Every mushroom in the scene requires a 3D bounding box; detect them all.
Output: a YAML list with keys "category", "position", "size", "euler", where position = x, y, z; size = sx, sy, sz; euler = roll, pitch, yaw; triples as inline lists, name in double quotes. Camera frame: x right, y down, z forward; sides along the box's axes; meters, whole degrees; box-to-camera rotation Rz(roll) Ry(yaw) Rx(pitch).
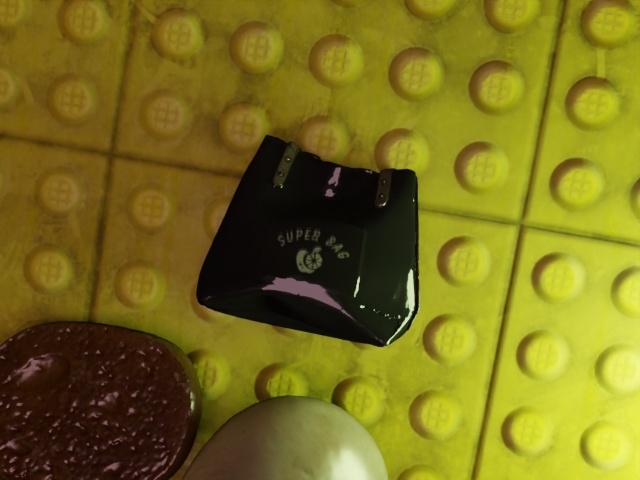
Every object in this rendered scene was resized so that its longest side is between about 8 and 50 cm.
- category: "mushroom"
  position: [-0.074, 0.403, 1.290]
  size: [0.362, 0.295, 0.362]
  euler: [-12, 111, -34]

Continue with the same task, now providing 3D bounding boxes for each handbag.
- category: "handbag"
  position: [0.000, 0.000, 1.312]
  size: [0.342, 0.152, 0.287]
  euler: [13, 84, 1]

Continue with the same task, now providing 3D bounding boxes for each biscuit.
- category: "biscuit"
  position: [-0.373, 0.285, 1.340]
  size: [0.368, 0.063, 0.314]
  euler: [7, 74, 9]
